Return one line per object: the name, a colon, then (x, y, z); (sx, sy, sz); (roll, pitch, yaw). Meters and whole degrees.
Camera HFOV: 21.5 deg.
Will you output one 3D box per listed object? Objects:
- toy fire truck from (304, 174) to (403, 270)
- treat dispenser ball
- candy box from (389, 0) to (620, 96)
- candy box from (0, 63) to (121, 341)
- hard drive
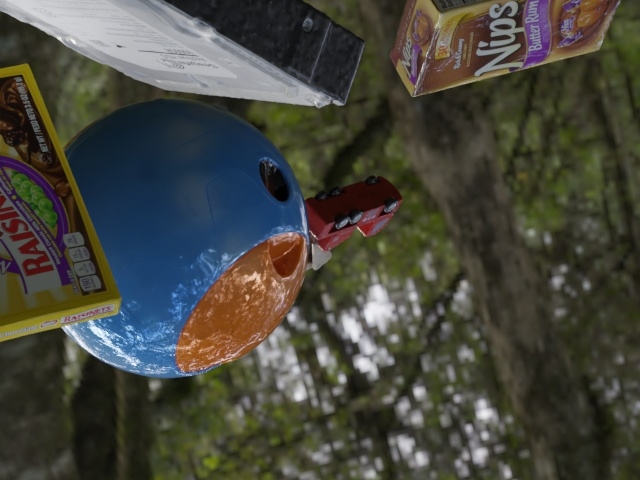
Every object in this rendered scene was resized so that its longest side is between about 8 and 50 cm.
toy fire truck: (0.000, 0.000, 1.964); (0.192, 0.135, 0.047); (-19, -120, -45)
treat dispenser ball: (-0.155, -0.003, 1.739); (0.288, 0.288, 0.288); (-13, -158, 5)
candy box: (0.158, -0.189, 1.398); (0.187, 0.109, 0.053); (-15, -120, -19)
candy box: (-0.221, -0.028, 1.170); (0.105, 0.027, 0.206); (-15, -117, -22)
hard drive: (-0.160, -0.190, 1.231); (0.237, 0.064, 0.339); (11, 170, 44)
